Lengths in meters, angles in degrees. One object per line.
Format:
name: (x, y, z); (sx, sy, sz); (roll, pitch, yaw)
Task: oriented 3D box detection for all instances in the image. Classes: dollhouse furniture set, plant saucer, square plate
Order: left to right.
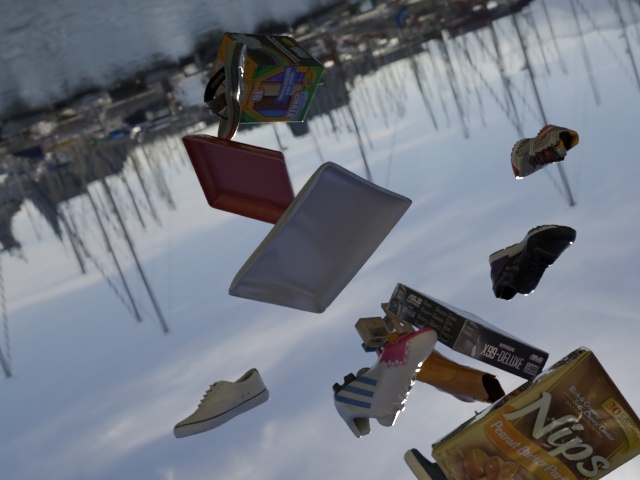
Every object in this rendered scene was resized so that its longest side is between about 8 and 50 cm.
plant saucer: (-0.166, -0.141, 1.981); (0.258, 0.259, 0.047); (15, -121, 20)
square plate: (0.000, 0.000, 1.855); (0.347, 0.049, 0.344); (-52, 146, 14)
dollhouse furniture set: (0.162, 0.275, 2.595); (0.184, 0.129, 0.129); (0, 135, -38)

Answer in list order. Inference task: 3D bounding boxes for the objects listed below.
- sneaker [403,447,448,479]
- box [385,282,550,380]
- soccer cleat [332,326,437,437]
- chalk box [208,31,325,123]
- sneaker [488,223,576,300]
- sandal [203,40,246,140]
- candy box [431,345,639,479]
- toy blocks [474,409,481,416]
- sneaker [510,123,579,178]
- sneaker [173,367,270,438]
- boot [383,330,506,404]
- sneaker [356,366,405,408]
sneaker: (0.345, 0.537, 1.859); (0.148, 0.350, 0.131); (-52, 166, -4)
box: (0.321, 0.203, 1.942); (0.242, 0.076, 0.307); (24, -178, -25)
soccer cleat: (0.156, 0.308, 1.849); (0.116, 0.143, 0.331); (-6, 150, -43)
chalk box: (-0.124, -0.436, 2.329); (0.289, 0.179, 0.180); (-7, -137, -40)
sneaker: (0.503, 0.062, 2.031); (0.107, 0.124, 0.283); (14, 153, -19)
sandal: (-0.215, -0.336, 1.921); (0.086, 0.120, 0.302); (7, 150, -4)
candy box: (0.364, 0.339, 1.443); (0.316, 0.183, 0.087); (-35, 176, 6)
toy blocks: (0.444, 0.448, 2.156); (0.123, 0.054, 0.148); (-45, -155, 7)
sneaker: (0.555, -0.225, 2.150); (0.225, 0.088, 0.093); (-37, -150, -28)
sneaker: (-0.234, 0.369, 1.975); (0.258, 0.091, 0.094); (-21, 179, -42)
boot: (0.313, 0.315, 2.131); (0.211, 0.295, 0.104); (0, -122, 52)
sneaker: (0.143, 0.361, 2.079); (0.054, 0.061, 0.152); (-41, -131, -17)
